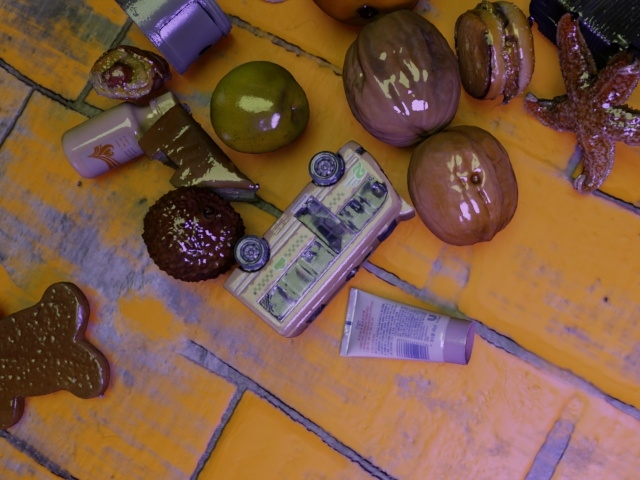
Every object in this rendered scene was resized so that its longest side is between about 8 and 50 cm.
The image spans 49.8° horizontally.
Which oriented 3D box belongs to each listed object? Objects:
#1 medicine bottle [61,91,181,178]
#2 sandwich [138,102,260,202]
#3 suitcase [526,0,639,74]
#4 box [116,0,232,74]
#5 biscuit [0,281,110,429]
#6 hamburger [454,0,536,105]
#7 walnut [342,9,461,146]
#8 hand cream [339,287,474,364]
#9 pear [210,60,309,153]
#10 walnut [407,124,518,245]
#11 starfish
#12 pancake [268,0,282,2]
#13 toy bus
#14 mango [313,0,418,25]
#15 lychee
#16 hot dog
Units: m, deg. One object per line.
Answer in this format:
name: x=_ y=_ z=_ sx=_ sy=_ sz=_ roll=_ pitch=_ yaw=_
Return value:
medicine bottle: x=-0.406 y=-0.229 z=1.445 sx=0.252 sy=0.114 sz=0.114 roll=-26 pitch=76 yaw=4
sandwich: x=-0.236 y=-0.147 z=1.392 sx=0.128 sy=0.122 sz=0.235 roll=-43 pitch=74 yaw=3
suitcase: x=0.578 y=-0.476 z=1.303 sx=0.335 sy=0.152 sz=0.229 roll=-41 pitch=77 yaw=-2
box: x=-0.309 y=-0.475 z=1.416 sx=0.149 sy=0.226 sz=0.226 roll=-41 pitch=75 yaw=1
biscuit: x=-0.653 y=0.242 z=1.424 sx=0.432 sy=0.064 sz=0.282 roll=-19 pitch=86 yaw=8
hamburger: x=0.329 y=-0.364 z=1.312 sx=0.118 sy=0.181 sz=0.191 roll=-12 pitch=45 yaw=-11
walnut: x=0.151 y=-0.308 z=1.313 sx=0.225 sy=0.225 sz=0.260 roll=-25 pitch=72 yaw=5
hand cream: x=0.159 y=0.176 z=1.294 sx=0.248 sy=0.083 sz=0.133 roll=9 pitch=81 yaw=24
pear: x=-0.125 y=-0.263 z=1.364 sx=0.198 sy=0.198 sz=0.198 roll=-2 pitch=79 yaw=10
walnut: x=0.263 y=-0.099 z=1.265 sx=0.196 sy=0.195 sz=0.221 roll=-22 pitch=85 yaw=5
starfish: x=0.493 y=-0.235 z=1.212 sx=0.113 sy=0.303 sz=0.312 roll=-32 pitch=71 yaw=-23
pancake: x=-0.098 y=-0.586 z=1.505 sx=0.140 sy=0.022 sz=0.139 roll=-2 pitch=79 yaw=9
toy bus: x=0.000 y=0.000 z=1.302 sx=0.202 sy=0.177 sz=0.365 roll=41 pitch=92 yaw=11
mango: x=0.071 y=-0.596 z=1.382 sx=0.264 sy=0.221 sz=0.377 roll=-20 pitch=65 yaw=3
lychee: x=-0.239 y=-0.011 z=1.313 sx=0.200 sy=0.238 sz=0.200 roll=8 pitch=71 yaw=-23
hot dog: x=-0.386 y=-0.354 z=1.424 sx=0.146 sy=0.213 sz=0.103 roll=2 pitch=116 yaw=2
